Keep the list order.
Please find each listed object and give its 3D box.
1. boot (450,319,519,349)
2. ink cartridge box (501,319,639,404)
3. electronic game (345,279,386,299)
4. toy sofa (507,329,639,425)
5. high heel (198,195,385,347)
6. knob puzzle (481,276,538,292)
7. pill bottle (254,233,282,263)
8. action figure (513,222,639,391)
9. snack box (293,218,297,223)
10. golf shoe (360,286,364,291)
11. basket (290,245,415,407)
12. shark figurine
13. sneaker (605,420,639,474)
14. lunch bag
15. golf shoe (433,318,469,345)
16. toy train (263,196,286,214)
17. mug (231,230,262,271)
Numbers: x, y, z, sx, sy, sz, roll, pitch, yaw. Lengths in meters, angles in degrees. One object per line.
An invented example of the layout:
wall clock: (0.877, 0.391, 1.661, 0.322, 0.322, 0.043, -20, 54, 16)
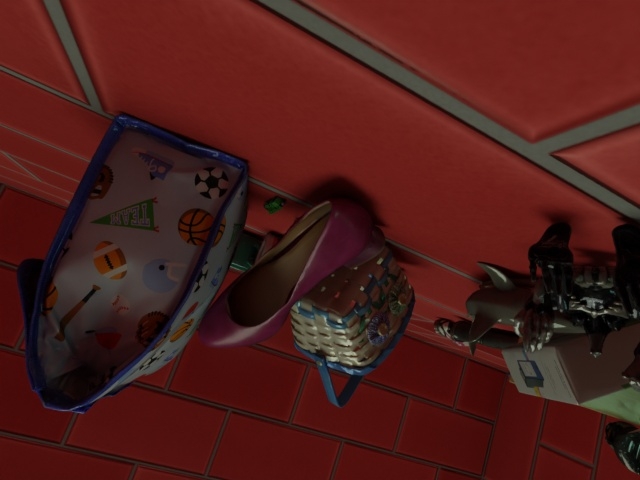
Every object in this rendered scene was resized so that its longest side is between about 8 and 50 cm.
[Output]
boot: (0.536, 0.307, 1.278, 0.189, 0.076, 0.208, 10, -179, -30)
ink cartridge box: (0.433, 0.202, 0.707, 0.154, 0.093, 0.212, -17, 166, -3)
electronic game: (0.126, 0.143, 1.247, 0.229, 0.048, 0.229, 19, 168, 4)
toy sofa: (0.693, 0.357, 1.072, 0.362, 0.150, 0.177, 17, 171, 9)
high heel: (-0.086, 0.054, 0.636, 0.181, 0.377, 0.127, 29, -152, -59)
knob puzzle: (0.381, 0.106, 0.727, 0.213, 0.030, 0.213, 18, 169, 4)
pill bottle: (-0.062, 0.065, 1.046, 0.193, 0.108, 0.108, 22, 168, -13)
action figure: (0.315, 0.086, 0.484, 0.164, 0.141, 0.275, 8, 160, 39)
snack box: (0.000, 0.000, 0.866, 0.064, 0.022, 0.178, 16, 168, 21)
golf shoe: (0.121, 0.080, 0.979, 0.086, 0.069, 0.176, 40, 158, -12)
basket: (0.067, 0.159, 0.812, 0.201, 0.255, 0.289, 17, 143, 31)
shark figurine: (0.289, 0.138, 0.725, 0.166, 0.116, 0.278, 35, 164, 4)
sneaker: (0.753, 0.499, 1.022, 0.271, 0.100, 0.108, 27, 173, -42)
lunch bag: (-0.283, 0.053, 0.677, 0.238, 0.386, 0.328, 20, 169, -4)
golf shoe: (0.501, 0.341, 1.500, 0.186, 0.068, 0.086, 24, 166, -20)
toy train: (-0.083, -0.062, 0.734, 0.023, 0.017, 0.083, 34, 164, -17)
mug: (-0.210, 0.031, 1.154, 0.157, 0.097, 0.129, 16, 167, 11)
